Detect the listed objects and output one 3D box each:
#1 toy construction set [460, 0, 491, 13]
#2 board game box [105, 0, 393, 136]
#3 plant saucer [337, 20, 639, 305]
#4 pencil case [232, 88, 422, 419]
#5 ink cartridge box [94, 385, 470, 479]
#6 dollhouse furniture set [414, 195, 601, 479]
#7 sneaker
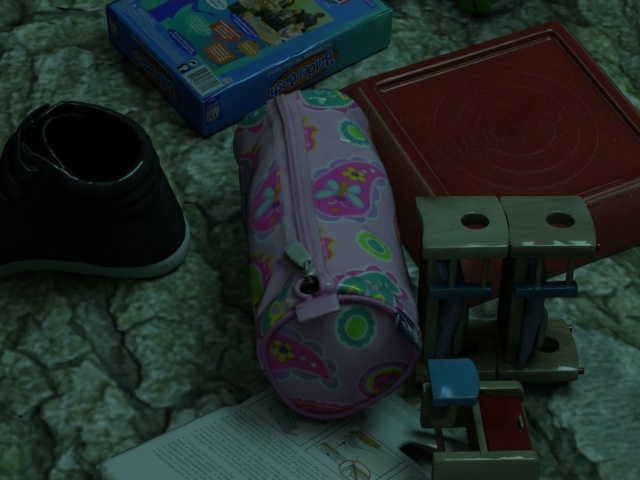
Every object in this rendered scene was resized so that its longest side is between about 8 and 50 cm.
[{"bbox_3d":[0.095,-0.328,1.379,0.327,0.215,0.151,39,59,-23],"label":"toy construction set"},{"bbox_3d":[-0.064,-0.197,1.399,0.210,0.047,0.160,-29,55,-23],"label":"board game box"},{"bbox_3d":[0.165,-0.085,1.308,0.258,0.048,0.259,-19,53,-17],"label":"plant saucer"},{"bbox_3d":[0.000,0.000,1.156,0.124,0.124,0.284,-3,38,-4],"label":"pencil case"},{"bbox_3d":[0.033,0.212,1.035,0.296,0.066,0.261,34,31,25],"label":"ink cartridge box"},{"bbox_3d":[0.137,0.072,1.092,0.129,0.129,0.184,-1,36,-2],"label":"dollhouse furniture set"},{"bbox_3d":[-0.253,-0.042,1.195,0.295,0.147,0.104,-1,51,-1],"label":"sneaker"}]
